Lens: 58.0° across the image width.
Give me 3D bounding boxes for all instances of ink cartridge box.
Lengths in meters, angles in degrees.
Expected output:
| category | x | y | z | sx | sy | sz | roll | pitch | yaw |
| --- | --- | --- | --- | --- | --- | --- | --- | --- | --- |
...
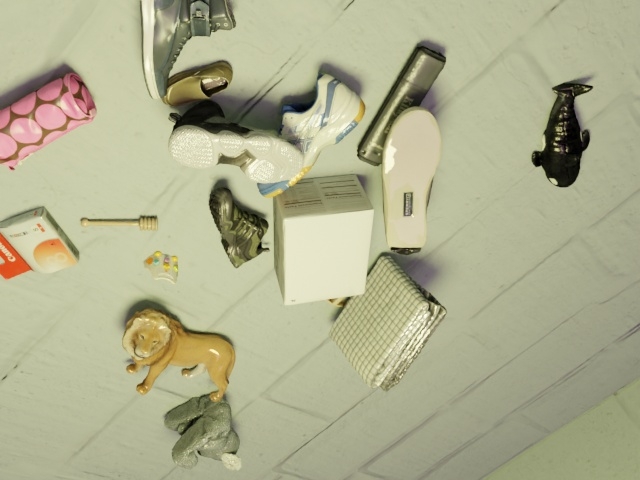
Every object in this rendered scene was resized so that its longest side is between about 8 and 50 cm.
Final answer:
| category | x | y | z | sx | sy | sz | roll | pitch | yaw |
| --- | --- | --- | --- | --- | --- | --- | --- | --- | --- |
| ink cartridge box | -0.639 | 0.019 | 1.242 | 0.179 | 0.045 | 0.145 | -22 | 131 | -2 |

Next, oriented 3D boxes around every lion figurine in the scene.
| category | x | y | z | sx | sy | sz | roll | pitch | yaw |
| --- | --- | --- | --- | --- | --- | --- | --- | --- | --- |
| lion figurine | -0.353 | 0.295 | 1.524 | 0.392 | 0.142 | 0.240 | 14 | 117 | -44 |

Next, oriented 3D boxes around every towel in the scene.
| category | x | y | z | sx | sy | sz | roll | pitch | yaw |
| --- | --- | --- | --- | --- | --- | --- | --- | --- | --- |
| towel | 0.172 | 0.212 | 1.505 | 0.121 | 0.235 | 0.284 | 21 | 108 | -37 |

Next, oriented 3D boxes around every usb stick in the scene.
| category | x | y | z | sx | sy | sz | roll | pitch | yaw |
| --- | --- | --- | --- | --- | --- | --- | --- | --- | --- |
| usb stick | 0.169 | -0.283 | 1.241 | 0.077 | 0.045 | 0.278 | 14 | 124 | -28 |

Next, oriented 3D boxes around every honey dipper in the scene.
| category | x | y | z | sx | sy | sz | roll | pitch | yaw |
| --- | --- | --- | --- | --- | --- | --- | --- | --- | --- |
| honey dipper | -0.440 | -0.038 | 1.267 | 0.160 | 0.030 | 0.031 | 2 | 128 | -15 |

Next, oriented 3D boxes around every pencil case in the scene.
| category | x | y | z | sx | sy | sz | roll | pitch | yaw |
| --- | --- | --- | --- | --- | --- | --- | --- | --- | --- |
| pencil case | -0.512 | -0.215 | 1.055 | 0.209 | 0.095 | 0.098 | -28 | 101 | 7 |

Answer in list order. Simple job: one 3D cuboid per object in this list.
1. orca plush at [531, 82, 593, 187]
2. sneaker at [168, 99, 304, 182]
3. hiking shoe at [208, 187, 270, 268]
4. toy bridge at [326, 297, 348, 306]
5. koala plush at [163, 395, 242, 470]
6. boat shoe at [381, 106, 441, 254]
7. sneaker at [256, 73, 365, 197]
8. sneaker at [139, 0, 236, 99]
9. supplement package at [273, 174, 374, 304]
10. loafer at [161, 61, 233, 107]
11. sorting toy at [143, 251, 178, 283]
| category | x | y | z | sx | sy | sz | roll | pitch | yaw |
| --- | --- | --- | --- | --- | --- | --- | --- | --- | --- |
| orca plush | 0.607 | -0.230 | 1.385 | 0.151 | 0.102 | 0.287 | -8 | 130 | -11 |
| sneaker | -0.166 | -0.201 | 1.133 | 0.268 | 0.153 | 0.101 | 7 | 126 | -26 |
| hiking shoe | -0.181 | -0.042 | 1.322 | 0.114 | 0.086 | 0.227 | -24 | 139 | -15 |
| toy bridge | 0.053 | 0.151 | 1.582 | 0.188 | 0.026 | 0.063 | 29 | 116 | -35 |
| koala plush | -0.316 | 0.588 | 1.731 | 0.203 | 0.196 | 0.221 | -34 | 127 | -1 |
| boat shoe | 0.187 | -0.149 | 1.298 | 0.127 | 0.158 | 0.341 | 1 | 120 | -3 |
| sneaker | -0.048 | -0.219 | 1.207 | 0.131 | 0.112 | 0.296 | 41 | 110 | -17 |
| sneaker | -0.234 | -0.354 | 1.027 | 0.163 | 0.086 | 0.226 | 0 | 128 | -14 |
| supplement package | 0.000 | 0.000 | 1.359 | 0.203 | 0.145 | 0.262 | -7 | 131 | -12 |
| loafer | -0.236 | -0.294 | 1.100 | 0.148 | 0.050 | 0.056 | -25 | 132 | 3 |
| sorting toy | -0.364 | 0.071 | 1.350 | 0.083 | 0.075 | 0.045 | 19 | 122 | -30 |
